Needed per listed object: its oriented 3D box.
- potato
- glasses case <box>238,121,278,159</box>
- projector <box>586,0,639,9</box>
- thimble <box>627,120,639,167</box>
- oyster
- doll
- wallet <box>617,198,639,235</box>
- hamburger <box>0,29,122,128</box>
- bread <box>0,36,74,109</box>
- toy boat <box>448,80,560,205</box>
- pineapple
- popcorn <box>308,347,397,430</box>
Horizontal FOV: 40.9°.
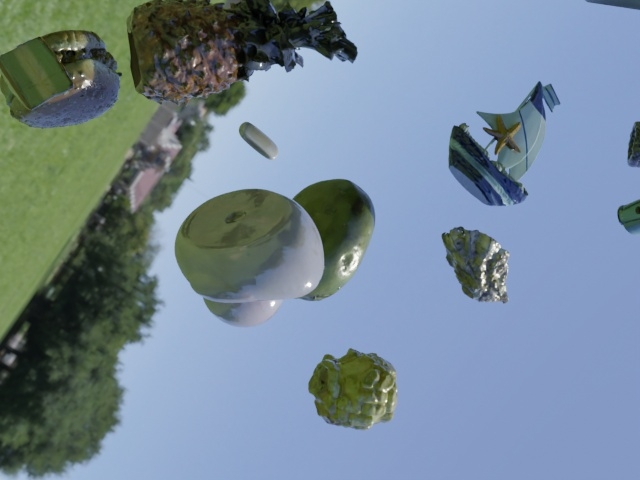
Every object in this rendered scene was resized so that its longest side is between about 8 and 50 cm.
[{"bbox_3d":[0.000,0.000,1.649,0.253,0.148,0.186,-48,-127,-4],"label":"potato"},{"bbox_3d":[-0.105,-0.169,1.460,0.021,0.083,0.032,-25,-142,41],"label":"glasses case"},{"bbox_3d":[0.481,-0.454,1.207,0.256,0.099,0.192,-50,-154,4],"label":"projector"},{"bbox_3d":[0.678,-0.199,1.792,0.104,0.066,0.095,15,82,-78],"label":"thimble"},{"bbox_3d":[0.304,0.054,1.700,0.209,0.133,0.072,72,29,-52],"label":"oyster"},{"bbox_3d":[-0.104,0.044,1.299,0.251,0.221,0.221,6,-125,35],"label":"doll"},{"bbox_3d":[0.701,-0.079,1.581,0.250,0.176,0.075,-26,-109,46],"label":"wallet"},{"bbox_3d":[-0.453,-0.270,1.494,0.189,0.122,0.215,-30,174,20],"label":"hamburger"},{"bbox_3d":[-0.398,-0.219,1.211,0.074,0.084,0.139,-33,-176,-16],"label":"bread"},{"bbox_3d":[0.389,-0.210,1.755,0.291,0.220,0.067,-50,-165,-18],"label":"toy boat"},{"bbox_3d":[-0.103,-0.266,1.182,0.170,0.310,0.141,-121,-153,-55],"label":"pineapple"},{"bbox_3d":[0.070,0.342,1.992,0.235,0.217,0.181,0,-103,60],"label":"popcorn"}]
